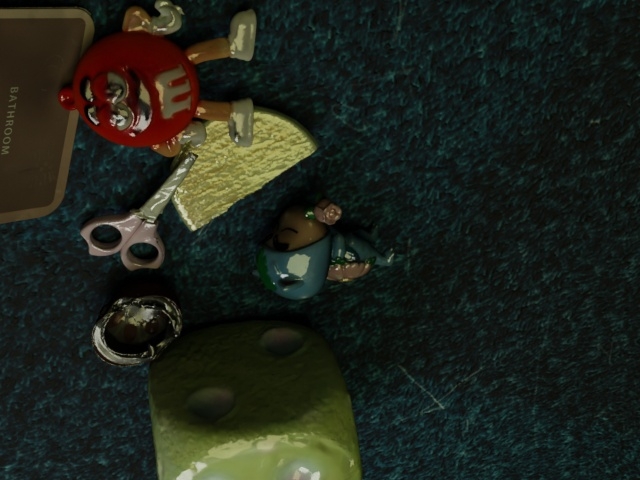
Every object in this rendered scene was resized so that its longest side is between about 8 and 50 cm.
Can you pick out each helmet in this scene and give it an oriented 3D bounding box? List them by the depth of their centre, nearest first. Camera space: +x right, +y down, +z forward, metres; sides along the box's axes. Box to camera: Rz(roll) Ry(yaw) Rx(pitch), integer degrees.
[{"bbox_3d":[-0.232,0.098,1.283,0.123,0.070,0.098,-35,119,18],"label":"helmet"}]

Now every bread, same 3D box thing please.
[{"bbox_3d":[-0.111,-0.104,1.204,0.193,0.036,0.112,-34,119,10],"label":"bread"}]

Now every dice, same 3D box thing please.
[{"bbox_3d":[-0.092,0.267,1.320,0.249,0.254,0.252,-7,123,-11],"label":"dice"}]

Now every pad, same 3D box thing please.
[{"bbox_3d":[-0.338,-0.128,1.092,0.176,0.002,0.266,-13,132,-43],"label":"pad"}]

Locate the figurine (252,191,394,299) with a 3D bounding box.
[{"bbox_3d":[0.002,-0.001,1.267,0.178,0.114,0.145,-7,118,-24],"label":"figurine"}]

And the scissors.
[{"bbox_3d":[-0.203,-0.038,1.204,0.110,0.021,0.212,25,127,-25],"label":"scissors"}]

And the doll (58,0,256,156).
[{"bbox_3d":[-0.179,-0.175,1.106,0.217,0.085,0.183,-3,114,-12],"label":"doll"}]
